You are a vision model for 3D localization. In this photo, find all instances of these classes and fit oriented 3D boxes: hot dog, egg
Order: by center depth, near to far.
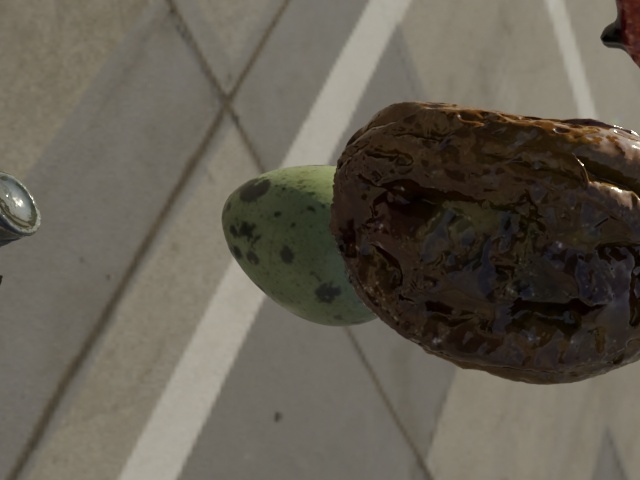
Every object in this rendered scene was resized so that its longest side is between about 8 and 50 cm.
[{"bbox_3d":[0.109,-0.005,0.712,0.099,0.227,0.160,-47,141,-60],"label":"hot dog"},{"bbox_3d":[0.000,0.000,1.358,0.177,0.228,0.177,21,90,-87],"label":"egg"}]

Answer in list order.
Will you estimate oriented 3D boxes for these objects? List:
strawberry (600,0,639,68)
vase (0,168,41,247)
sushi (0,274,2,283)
[{"bbox_3d":[0.356,-0.221,1.056,0.306,0.233,0.137,81,24,-56],"label":"strawberry"},{"bbox_3d":[-0.397,0.018,1.241,0.115,0.237,0.115,47,23,-27],"label":"vase"},{"bbox_3d":[-0.605,0.181,1.745,0.050,0.264,0.290,54,36,-60],"label":"sushi"}]
